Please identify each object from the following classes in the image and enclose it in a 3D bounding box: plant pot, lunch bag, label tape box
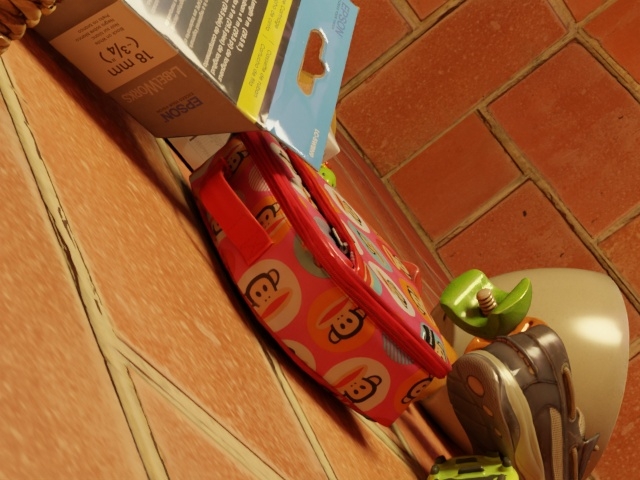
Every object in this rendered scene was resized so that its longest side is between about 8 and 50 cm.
[{"bbox_3d":[0.226,0.156,1.992,0.191,0.284,0.284,14,18,-14],"label":"plant pot"},{"bbox_3d":[-0.018,0.018,1.511,0.258,0.120,0.293,43,9,-34],"label":"lunch bag"},{"bbox_3d":[-0.127,-0.224,1.484,0.334,0.106,0.240,42,42,-29],"label":"label tape box"}]

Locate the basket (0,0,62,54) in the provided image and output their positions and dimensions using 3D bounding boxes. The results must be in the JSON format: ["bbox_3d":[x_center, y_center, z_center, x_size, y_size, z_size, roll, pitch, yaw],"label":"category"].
[{"bbox_3d":[-0.245,-0.311,1.171,0.213,0.223,0.299,48,8,-36],"label":"basket"}]

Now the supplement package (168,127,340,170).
[{"bbox_3d":[-0.109,-0.160,1.706,0.244,0.139,0.134,51,7,-17],"label":"supplement package"}]

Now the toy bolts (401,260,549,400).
[{"bbox_3d":[0.122,0.140,1.786,0.228,0.218,0.158,13,-45,48],"label":"toy bolts"}]

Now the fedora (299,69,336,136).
[{"bbox_3d":[-0.036,-0.145,1.890,0.194,0.079,0.194,26,-59,55],"label":"fedora"}]

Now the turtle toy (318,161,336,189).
[{"bbox_3d":[-0.013,-0.090,2.361,0.095,0.066,0.130,50,6,-21],"label":"turtle toy"}]

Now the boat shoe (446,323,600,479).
[{"bbox_3d":[0.235,0.227,1.708,0.132,0.130,0.355,45,-19,40],"label":"boat shoe"}]

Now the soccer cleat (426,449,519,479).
[{"bbox_3d":[0.164,0.289,1.518,0.289,0.093,0.121,-124,-155,-69],"label":"soccer cleat"}]
